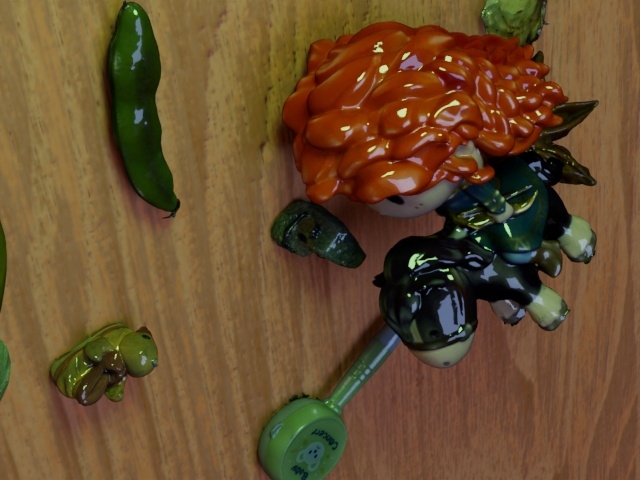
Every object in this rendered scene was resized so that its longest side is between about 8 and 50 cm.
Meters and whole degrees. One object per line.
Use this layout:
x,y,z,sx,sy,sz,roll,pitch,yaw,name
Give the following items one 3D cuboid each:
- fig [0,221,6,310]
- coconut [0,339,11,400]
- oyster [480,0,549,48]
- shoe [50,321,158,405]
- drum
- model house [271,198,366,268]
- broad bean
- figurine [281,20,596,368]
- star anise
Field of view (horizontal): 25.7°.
-0.364,0.036,1.130,0.239,0.271,0.239,-18,134,-20,fig
-0.361,0.133,1.354,0.158,0.055,0.133,-5,120,-42,coconut
0.235,-0.302,1.602,0.056,0.105,0.177,0,93,-29,oyster
-0.224,0.135,1.470,0.109,0.069,0.072,-13,123,-30,shoe
0.010,0.193,1.735,0.130,0.049,0.253,23,98,-48,drum
0.000,0.000,1.582,0.066,0.083,0.078,-54,139,1,model house
-0.176,-0.120,1.372,0.065,0.046,0.255,-34,135,-32,broad bean
0.138,-0.055,1.523,0.306,0.241,0.412,-28,115,-12,figurine
0.235,-0.131,1.694,0.212,0.111,0.196,-5,103,0,star anise
